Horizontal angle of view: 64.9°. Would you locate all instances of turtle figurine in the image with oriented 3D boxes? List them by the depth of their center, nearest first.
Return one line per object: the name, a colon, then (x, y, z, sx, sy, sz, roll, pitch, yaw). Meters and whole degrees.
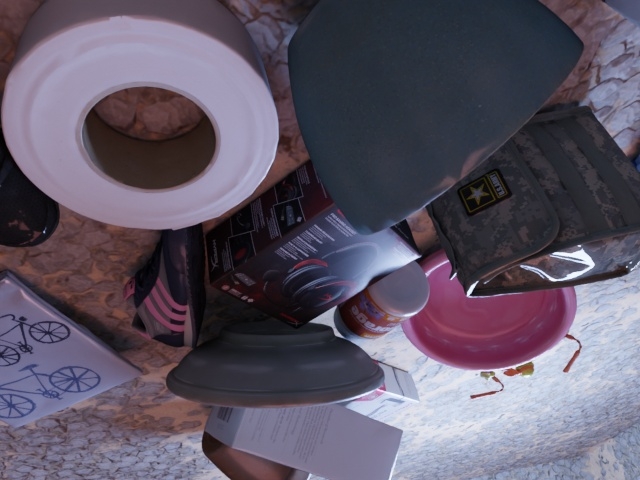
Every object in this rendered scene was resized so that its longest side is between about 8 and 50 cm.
turtle figurine: (0.412, 0.225, 1.128, 0.269, 0.217, 0.087, -39, 136, 26)

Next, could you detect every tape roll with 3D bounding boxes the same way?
tape roll: (-0.194, -0.140, 0.577, 0.286, 0.100, 0.286, -10, 141, -8)

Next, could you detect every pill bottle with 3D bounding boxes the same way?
pill bottle: (0.103, 0.118, 0.954, 0.121, 0.121, 0.216, 1, 153, -20)

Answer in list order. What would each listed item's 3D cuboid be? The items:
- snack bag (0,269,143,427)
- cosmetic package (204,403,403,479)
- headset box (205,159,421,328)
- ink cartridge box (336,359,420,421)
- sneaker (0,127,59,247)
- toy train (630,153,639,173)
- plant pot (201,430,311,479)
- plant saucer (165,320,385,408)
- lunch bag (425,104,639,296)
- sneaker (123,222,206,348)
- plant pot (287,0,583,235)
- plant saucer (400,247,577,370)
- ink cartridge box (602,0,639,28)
snack bag: (-0.557, 0.212, 0.906, 0.323, 0.037, 0.342, -24, 132, 11)
cosmetic package: (-0.037, 0.426, 1.129, 0.385, 0.156, 0.217, 27, 159, -23)
headset box: (0.000, 0.000, 0.802, 0.293, 0.110, 0.218, -33, 138, 19)
ink cartridge box: (0.141, 0.412, 1.362, 0.159, 0.092, 0.218, -37, 139, 24)
sneaker: (-0.392, -0.094, 0.487, 0.125, 0.139, 0.340, -35, 135, -7)
toy train: (0.602, -0.133, 0.878, 0.105, 0.080, 0.184, -1, 140, -9)
plant pot: (-0.174, 0.524, 1.294, 0.263, 0.263, 0.229, -38, 119, 25)
plant saucer: (-0.081, 0.212, 0.944, 0.401, 0.100, 0.400, 0, 178, 0)
lunch bag: (0.299, -0.054, 0.741, 0.287, 0.235, 0.169, -11, 147, -7)
sneaker: (-0.254, 0.069, 0.802, 0.131, 0.112, 0.319, 9, 133, -5)
plant pot: (0.081, -0.176, 0.528, 0.290, 0.290, 0.195, -39, 99, 26)
plant saucer: (0.324, 0.121, 1.007, 0.332, 0.084, 0.332, 4, 126, 6)
ink cartridge box: (0.356, -0.294, 0.432, 0.211, 0.289, 0.121, -22, 138, 7)
